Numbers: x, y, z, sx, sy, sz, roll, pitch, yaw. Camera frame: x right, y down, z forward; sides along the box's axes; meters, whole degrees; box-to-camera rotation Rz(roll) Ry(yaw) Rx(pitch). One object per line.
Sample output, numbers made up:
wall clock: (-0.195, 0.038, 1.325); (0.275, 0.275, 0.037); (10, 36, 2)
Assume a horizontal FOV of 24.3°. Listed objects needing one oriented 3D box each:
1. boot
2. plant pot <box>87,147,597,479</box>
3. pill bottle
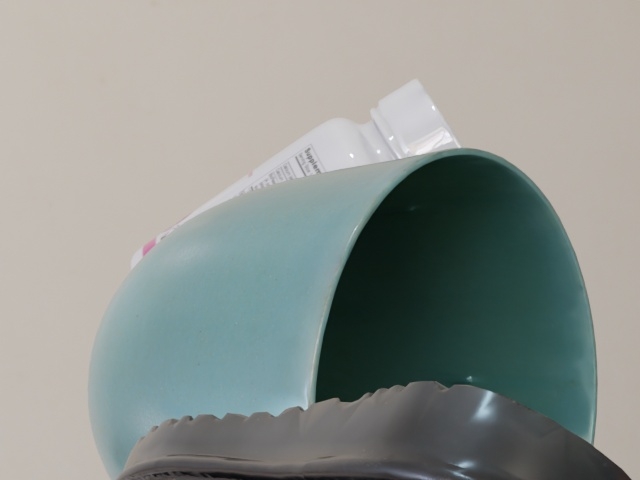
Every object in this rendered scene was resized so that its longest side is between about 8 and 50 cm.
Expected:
boot: (-0.036, 0.149, 0.369); (0.207, 0.094, 0.246); (-61, 15, -25)
plant pot: (-0.001, 0.093, 0.929); (0.235, 0.293, 0.293); (0, 12, 40)
pill bottle: (0.000, 0.000, 1.229); (0.283, 0.160, 0.160); (-34, 9, 7)
